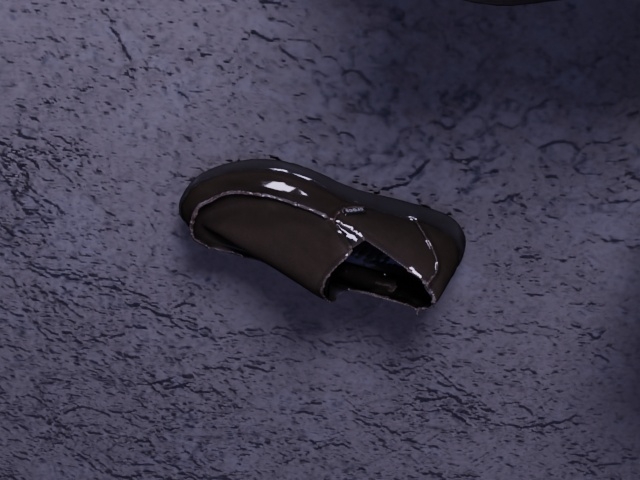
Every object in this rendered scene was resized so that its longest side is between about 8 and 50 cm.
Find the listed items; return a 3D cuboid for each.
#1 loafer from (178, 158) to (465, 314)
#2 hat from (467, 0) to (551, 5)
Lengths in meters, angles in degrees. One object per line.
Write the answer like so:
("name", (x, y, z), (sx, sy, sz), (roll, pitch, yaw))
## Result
("loafer", (0.000, 0.000, 1.255), (0.220, 0.078, 0.080), (10, 136, 0))
("hat", (0.182, -0.219, 0.853), (0.331, 0.134, 0.331), (-22, 141, -19))
